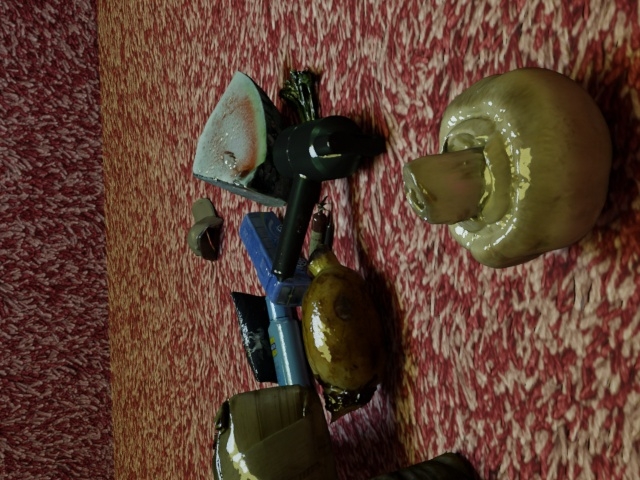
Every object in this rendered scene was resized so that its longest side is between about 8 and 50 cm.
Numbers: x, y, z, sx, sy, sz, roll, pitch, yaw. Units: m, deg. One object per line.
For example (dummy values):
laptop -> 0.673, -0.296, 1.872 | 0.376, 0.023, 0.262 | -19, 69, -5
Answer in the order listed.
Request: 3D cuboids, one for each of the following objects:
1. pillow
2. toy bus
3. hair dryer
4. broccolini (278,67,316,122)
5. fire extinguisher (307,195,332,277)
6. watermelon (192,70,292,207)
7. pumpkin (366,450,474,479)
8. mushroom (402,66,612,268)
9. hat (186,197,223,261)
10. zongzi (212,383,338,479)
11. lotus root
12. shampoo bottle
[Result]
pillow -> -0.130, 0.213, 2.165 | 0.055, 0.141, 0.208 | -24, 71, 26
toy bus -> -0.095, 0.039, 2.064 | 0.236, 0.094, 0.079 | -118, 32, -41
hair dryer -> -0.012, -0.070, 1.736 | 0.244, 0.116, 0.302 | 2, 78, 67
broccolini -> -0.039, -0.201, 1.937 | 0.123, 0.062, 0.271 | -141, 45, -72
fire extinguisher -> 0.000, 0.000, 1.914 | 0.049, 0.035, 0.173 | -121, 30, -51
watermelon -> -0.165, -0.192, 1.982 | 0.320, 0.213, 0.290 | -54, -46, -81
pumpkin -> 0.140, 0.489, 1.505 | 0.256, 0.225, 0.303 | 168, 90, -71
mushroom -> 0.205, -0.083, 1.170 | 0.254, 0.234, 0.260 | -119, 32, -49
hat -> -0.318, -0.028, 2.571 | 0.175, 0.085, 0.147 | -124, 34, -45
zongzi -> -0.080, 0.542, 1.793 | 0.500, 0.218, 0.467 | 101, 165, -67
lotus root -> 0.040, 0.154, 1.720 | 0.169, 0.141, 0.314 | 116, 144, -77
shampoo bottle -> -0.069, 0.237, 2.098 | 0.104, 0.061, 0.258 | 137, 124, -67
